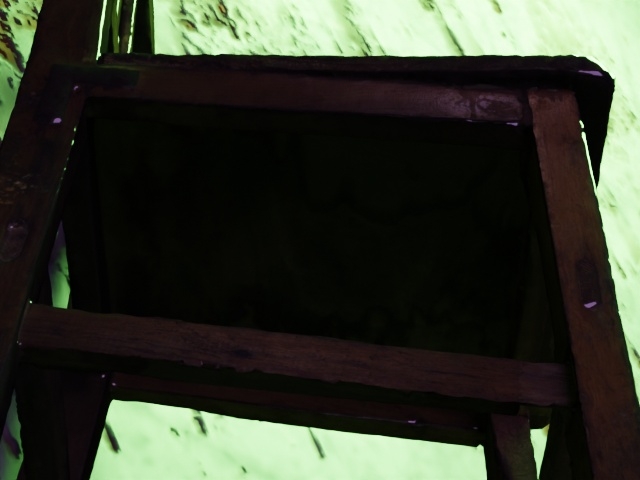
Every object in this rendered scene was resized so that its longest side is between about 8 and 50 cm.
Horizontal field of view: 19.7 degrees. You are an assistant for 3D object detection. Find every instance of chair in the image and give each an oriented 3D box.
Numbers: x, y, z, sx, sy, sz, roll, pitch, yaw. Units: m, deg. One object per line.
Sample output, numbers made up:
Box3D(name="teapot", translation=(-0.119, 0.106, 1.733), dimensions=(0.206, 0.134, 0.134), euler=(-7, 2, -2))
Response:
Box3D(name="chair", translation=(0.000, 0.000, 0.746), dimensions=(0.241, 0.203, 0.416), euler=(4, 45, 3))
